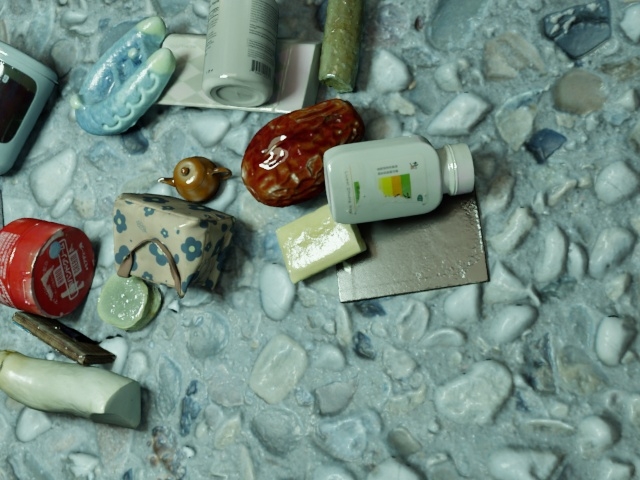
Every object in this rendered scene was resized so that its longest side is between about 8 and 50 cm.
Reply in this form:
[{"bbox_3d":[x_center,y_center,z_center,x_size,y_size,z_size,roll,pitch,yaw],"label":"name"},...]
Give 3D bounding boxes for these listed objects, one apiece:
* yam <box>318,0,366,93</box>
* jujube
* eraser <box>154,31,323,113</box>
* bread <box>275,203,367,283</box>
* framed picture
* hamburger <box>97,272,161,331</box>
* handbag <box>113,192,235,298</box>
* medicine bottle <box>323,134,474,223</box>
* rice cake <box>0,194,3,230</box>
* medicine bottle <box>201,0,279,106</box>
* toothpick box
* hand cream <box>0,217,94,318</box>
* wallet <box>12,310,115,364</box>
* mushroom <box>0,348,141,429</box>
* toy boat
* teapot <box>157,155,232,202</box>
[{"bbox_3d":[0.050,-0.465,1.867,0.093,0.093,0.259,4,79,19],"label":"yam"},{"bbox_3d":[-0.039,-0.194,1.780,0.290,0.197,0.197,-37,68,-9],"label":"jujube"},{"bbox_3d":[-0.196,-0.399,1.935,0.396,0.082,0.213,7,80,20],"label":"eraser"},{"bbox_3d":[0.000,0.000,1.782,0.178,0.060,0.139,-25,70,20],"label":"bread"},{"bbox_3d":[0.184,-0.007,1.758,0.323,0.013,0.244,-10,74,16],"label":"framed picture"},{"bbox_3d":[-0.448,0.144,1.906,0.140,0.062,0.133,20,81,23],"label":"hamburger"},{"bbox_3d":[-0.335,0.007,1.833,0.251,0.190,0.193,16,99,25],"label":"handbag"},{"bbox_3d":[0.160,-0.129,1.684,0.296,0.111,0.161,-8,115,-5],"label":"medicine bottle"},{"bbox_3d":[-0.851,0.015,2.075,0.106,0.050,0.298,-17,73,13],"label":"rice cake"},{"bbox_3d":[-0.173,-0.454,1.812,0.157,0.157,0.289,-1,76,18],"label":"medicine bottle"},{"bbox_3d":[-0.844,-0.316,2.063,0.263,0.263,0.355,25,87,22],"label":"toothpick box"},{"bbox_3d":[-0.652,0.062,1.906,0.149,0.230,0.230,9,80,20],"label":"hand cream"},{"bbox_3d":[-0.597,0.226,1.902,0.230,0.124,0.042,23,93,22],"label":"wallet"},{"bbox_3d":[-0.596,0.330,1.855,0.397,0.177,0.126,8,73,22],"label":"mushroom"},{"bbox_3d":[-0.485,-0.390,1.957,0.330,0.123,0.215,-38,55,27],"label":"toy boat"},{"bbox_3d":[-0.289,-0.148,1.895,0.173,0.116,0.116,-8,75,16],"label":"teapot"}]
